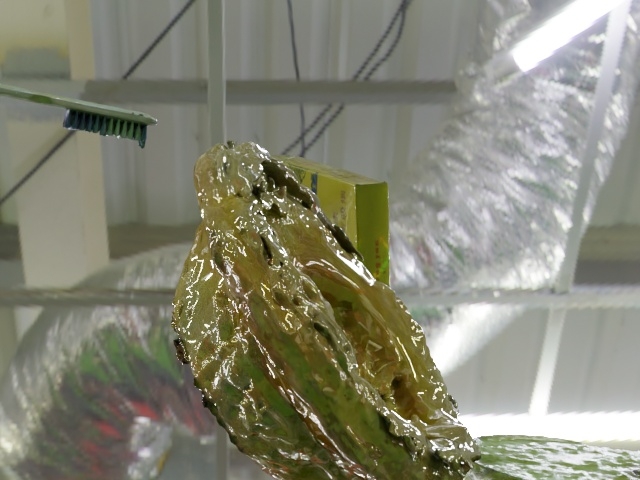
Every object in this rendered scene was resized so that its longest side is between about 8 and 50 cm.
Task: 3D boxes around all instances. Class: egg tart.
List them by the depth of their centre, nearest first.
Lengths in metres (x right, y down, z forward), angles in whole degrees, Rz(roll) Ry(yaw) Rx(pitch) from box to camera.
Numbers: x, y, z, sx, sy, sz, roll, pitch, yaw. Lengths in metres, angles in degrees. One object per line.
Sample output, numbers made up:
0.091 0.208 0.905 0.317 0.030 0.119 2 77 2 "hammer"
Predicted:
-0.010 0.064 0.780 0.118 0.288 0.288 -33 -59 14 "egg tart"

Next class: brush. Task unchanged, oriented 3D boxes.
-0.227 -0.111 0.979 0.178 0.033 0.030 11 -72 -20 "brush"

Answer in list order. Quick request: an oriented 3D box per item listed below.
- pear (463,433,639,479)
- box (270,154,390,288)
0.187 0.236 0.870 0.255 0.238 0.164 5 -90 24 "pear"
0.000 0.000 1.193 0.041 0.279 0.153 -6 -79 -21 "box"
